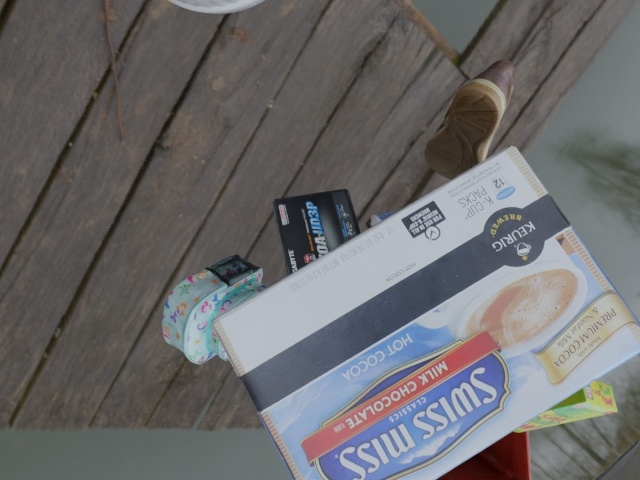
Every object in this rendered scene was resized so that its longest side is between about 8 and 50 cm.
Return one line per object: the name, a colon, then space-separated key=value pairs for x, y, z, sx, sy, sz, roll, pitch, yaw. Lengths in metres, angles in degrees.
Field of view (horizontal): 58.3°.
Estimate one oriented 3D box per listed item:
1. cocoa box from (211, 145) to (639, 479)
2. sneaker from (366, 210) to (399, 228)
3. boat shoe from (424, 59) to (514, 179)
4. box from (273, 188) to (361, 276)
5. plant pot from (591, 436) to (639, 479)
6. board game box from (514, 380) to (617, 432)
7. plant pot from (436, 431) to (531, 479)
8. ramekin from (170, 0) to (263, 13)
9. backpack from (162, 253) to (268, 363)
cocoa box: x=0.103 y=0.108 z=0.623 sx=0.347 sy=0.228 sz=0.231 roll=-30 pitch=168 yaw=-4
sneaker: x=0.151 y=-0.022 z=0.866 sx=0.211 sy=0.080 sz=0.081 roll=4 pitch=130 yaw=-46
boat shoe: x=0.306 y=-0.236 z=1.161 sx=0.123 sy=0.123 sz=0.342 roll=-54 pitch=168 yaw=-18
box: x=0.000 y=0.000 z=1.247 sx=0.175 sy=0.220 sz=0.051 roll=-9 pitch=152 yaw=-9
plant pot: x=0.289 y=0.337 z=0.473 sx=0.333 sy=0.334 sz=0.306 roll=0 pitch=124 yaw=-40
board game box: x=0.368 y=0.269 z=0.932 sx=0.092 sy=0.043 sz=0.181 roll=22 pitch=143 yaw=-32
plant pot: x=0.255 y=0.395 z=1.217 sx=0.267 sy=0.235 sz=0.268 roll=-13 pitch=105 yaw=-19
ramekin: x=-0.107 y=-0.298 z=0.464 sx=0.207 sy=0.207 sz=0.109 roll=-66 pitch=170 yaw=22
backpack: x=-0.252 y=0.177 z=1.397 sx=0.253 sy=0.191 sz=0.225 roll=-22 pitch=135 yaw=-43
